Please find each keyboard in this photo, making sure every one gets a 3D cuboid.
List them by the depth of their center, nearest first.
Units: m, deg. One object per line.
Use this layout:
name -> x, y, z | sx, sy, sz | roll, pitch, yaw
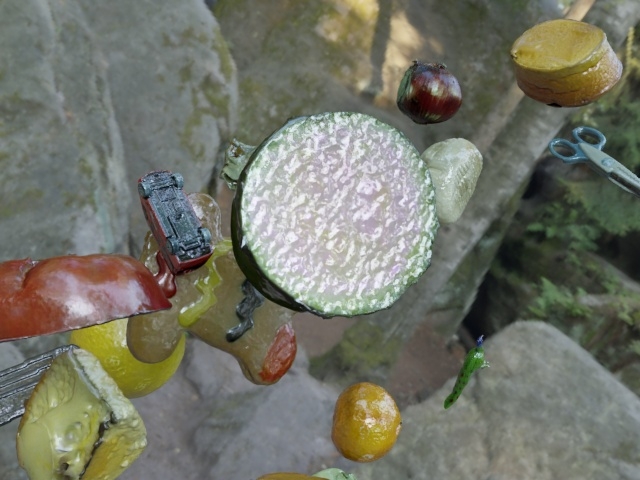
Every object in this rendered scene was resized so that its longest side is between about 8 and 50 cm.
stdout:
keyboard -> -0.576, 0.286, 1.533 | 0.016, 0.262, 0.106 | 112, -45, -73

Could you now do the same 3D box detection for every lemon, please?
lemon -> -0.471, 0.255, 1.965 | 0.293, 0.293, 0.293 | 35, 8, -6

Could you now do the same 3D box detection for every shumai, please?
shumai -> -0.148, -0.214, 2.353 | 0.261, 0.225, 0.222 | 6, 31, -35

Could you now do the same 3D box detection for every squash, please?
squash -> -0.006, -0.028, 1.286 | 0.310, 0.310, 0.309 | 35, -11, -9

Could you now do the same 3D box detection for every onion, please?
onion -> 0.191, -0.254, 1.384 | 0.119, 0.118, 0.117 | 34, 20, -11

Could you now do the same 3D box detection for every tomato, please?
tomato -> -0.271, 0.057, 0.863 | 0.225, 0.225, 0.084 | 6, 74, -74

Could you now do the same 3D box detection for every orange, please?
orange -> 0.101, 0.410, 1.809 | 0.155, 0.177, 0.177 | 23, 9, -2

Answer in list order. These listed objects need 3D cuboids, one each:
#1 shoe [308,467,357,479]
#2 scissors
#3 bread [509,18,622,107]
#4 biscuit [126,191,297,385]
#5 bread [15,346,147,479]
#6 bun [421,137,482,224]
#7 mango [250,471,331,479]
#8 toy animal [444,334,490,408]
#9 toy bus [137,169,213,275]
shoe -> -0.015, 0.620, 1.831 | 0.140, 0.262, 0.128 | 46, 24, -14
scissors -> 0.659, -0.175, 1.861 | 0.289, 0.138, 0.041 | 51, -22, 42
bread -> 0.564, -0.408, 1.860 | 0.142, 0.195, 0.270 | 54, -10, -35
biscuit -> -0.201, 0.120, 1.672 | 0.394, 0.368, 0.076 | 25, -8, -19
bread -> -0.415, 0.319, 1.398 | 0.204, 0.262, 0.163 | 44, 18, 22
bun -> 0.241, -0.118, 1.566 | 0.111, 0.188, 0.164 | 17, -23, 29
mango -> -0.051, 0.505, 1.500 | 0.187, 0.138, 0.257 | 11, -16, -5
toy animal -> 0.351, 0.307, 1.877 | 0.075, 0.216, 0.041 | -12, 43, -39
toy bus -> -0.278, -0.035, 1.501 | 0.081, 0.089, 0.195 | -20, 74, -33
